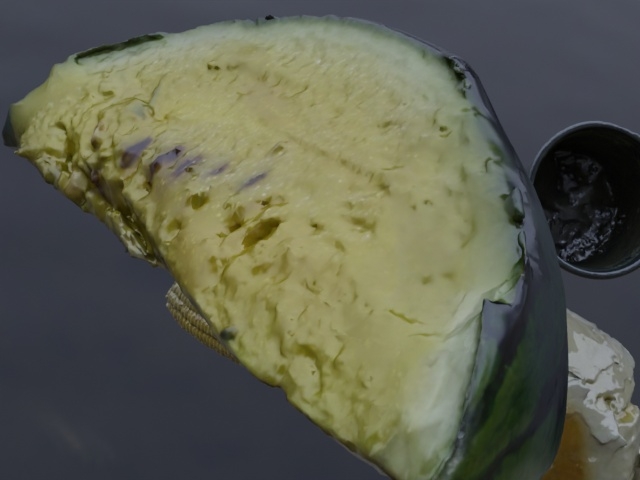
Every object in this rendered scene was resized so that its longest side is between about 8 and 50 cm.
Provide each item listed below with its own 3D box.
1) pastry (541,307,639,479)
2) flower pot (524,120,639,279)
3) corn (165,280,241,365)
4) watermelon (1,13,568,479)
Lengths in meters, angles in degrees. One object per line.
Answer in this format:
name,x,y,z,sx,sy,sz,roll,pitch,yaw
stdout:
pastry,0.120,0.117,1.216,0.165,0.166,0.088,14,18,3
flower pot,0.261,-0.036,1.989,0.157,0.157,0.107,-1,-3,-16
corn,-0.049,0.060,1.553,0.165,0.063,0.085,24,69,44
watermelon,0.000,0.000,0.682,0.129,0.123,0.301,-24,34,-20
